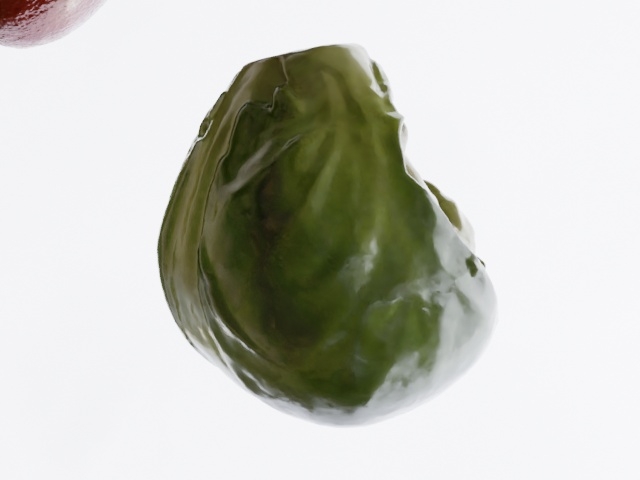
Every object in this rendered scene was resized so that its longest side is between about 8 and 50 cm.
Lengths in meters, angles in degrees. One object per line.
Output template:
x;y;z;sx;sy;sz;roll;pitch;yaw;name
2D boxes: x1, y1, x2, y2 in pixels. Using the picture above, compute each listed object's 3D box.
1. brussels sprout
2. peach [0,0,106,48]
0.000;0.000;1.676;0.276;0.315;0.371;149;-80;-76;brussels sprout
-0.337;-0.402;2.068;0.338;0.281;0.281;-51;-141;5;peach
